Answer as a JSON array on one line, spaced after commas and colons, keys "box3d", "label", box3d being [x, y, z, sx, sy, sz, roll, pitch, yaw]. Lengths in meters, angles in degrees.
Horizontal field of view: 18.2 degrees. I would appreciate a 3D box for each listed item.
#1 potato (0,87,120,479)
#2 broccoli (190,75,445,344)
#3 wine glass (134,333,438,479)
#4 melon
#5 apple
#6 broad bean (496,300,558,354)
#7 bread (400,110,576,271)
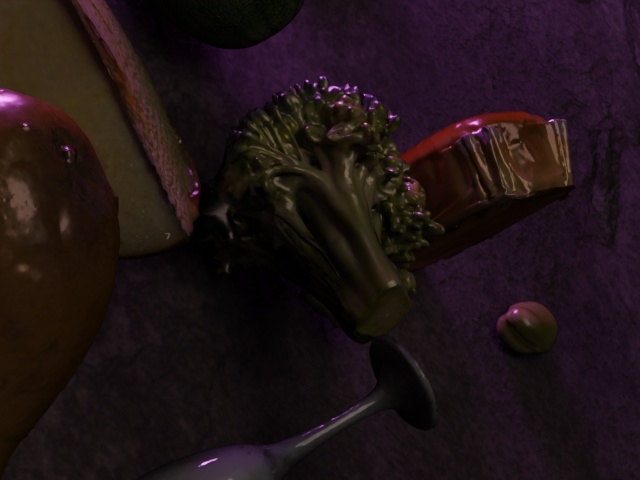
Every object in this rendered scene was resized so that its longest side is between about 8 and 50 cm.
[{"box3d": [-0.281, 0.081, 1.488, 0.290, 0.296, 0.397, 26, 46, -50], "label": "potato"}, {"box3d": [0.000, 0.000, 1.879, 0.247, 0.263, 0.243, -10, 44, -25], "label": "broccoli"}, {"box3d": [-0.035, 0.261, 1.790, 0.309, 0.096, 0.264, -29, 131, -22], "label": "wine glass"}, {"box3d": [-0.123, -0.325, 1.982, 0.287, 0.182, 0.182, 57, 43, -3], "label": "melon"}, {"box3d": [-0.227, -0.129, 1.780, 0.254, 0.179, 0.346, -28, 87, -35], "label": "apple"}, {"box3d": [0.227, 0.095, 2.165, 0.083, 0.045, 0.063, -4, 58, -52], "label": "broad bean"}, {"box3d": [0.133, -0.047, 2.013, 0.136, 0.241, 0.107, -9, 75, -44], "label": "bread"}]
